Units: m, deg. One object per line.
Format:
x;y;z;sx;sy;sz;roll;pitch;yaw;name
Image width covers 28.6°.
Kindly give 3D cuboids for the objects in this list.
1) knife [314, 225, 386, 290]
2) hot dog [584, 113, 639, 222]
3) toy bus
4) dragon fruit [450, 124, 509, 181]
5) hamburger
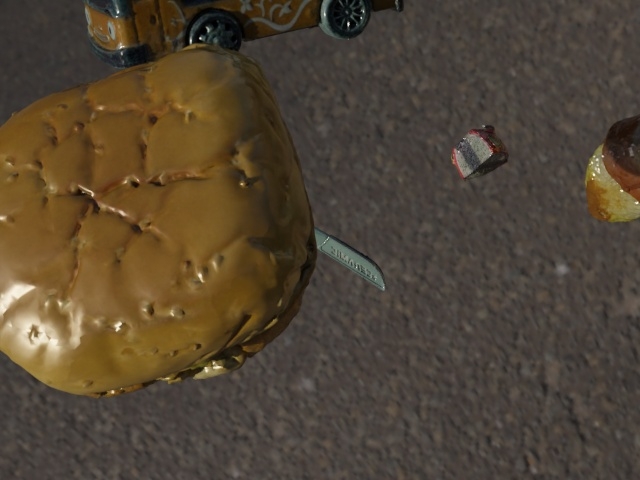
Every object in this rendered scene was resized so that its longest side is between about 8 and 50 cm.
0.000;-0.001;1.626;0.028;0.210;0.015;-60;-4;13;knife
0.390;-0.096;1.403;0.261;0.123;0.093;-20;34;55;hot dog
-0.091;-0.300;1.340;0.323;0.194;0.162;-15;23;-19;toy bus
0.232;-0.128;1.793;0.083;0.060;0.056;-49;59;44;dragon fruit
-0.155;-0.019;1.032;0.318;0.158;0.319;-4;70;12;hamburger
